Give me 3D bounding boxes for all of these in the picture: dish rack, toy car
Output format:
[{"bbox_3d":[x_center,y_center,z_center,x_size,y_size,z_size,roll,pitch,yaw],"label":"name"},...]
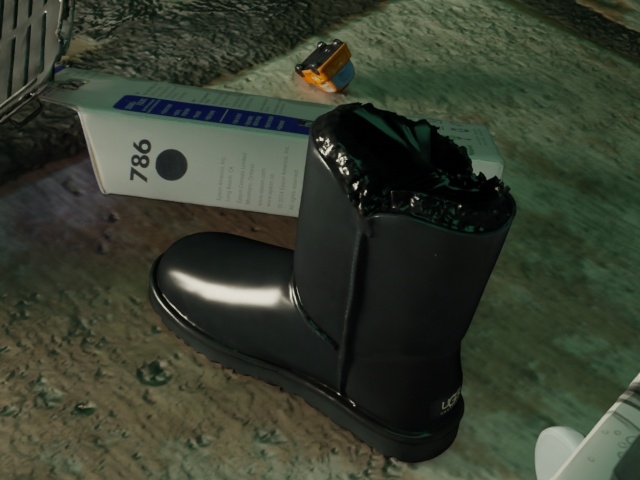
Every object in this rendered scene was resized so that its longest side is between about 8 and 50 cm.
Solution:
[{"bbox_3d":[-0.279,-0.103,1.031,0.271,0.074,0.208,-33,37,17],"label":"dish rack"},{"bbox_3d":[-0.011,-0.113,1.241,0.040,0.060,0.122,47,57,-19],"label":"toy car"}]

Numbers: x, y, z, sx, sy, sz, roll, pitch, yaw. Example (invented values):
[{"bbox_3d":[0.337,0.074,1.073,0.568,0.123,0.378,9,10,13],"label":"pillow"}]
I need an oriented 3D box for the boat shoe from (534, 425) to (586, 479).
[{"bbox_3d":[0.200,0.174,0.883,0.083,0.065,0.183,-12,48,-27],"label":"boat shoe"}]

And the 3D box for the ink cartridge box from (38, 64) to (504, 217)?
[{"bbox_3d":[-0.042,-0.064,1.092,0.332,0.065,0.165,9,14,1],"label":"ink cartridge box"}]

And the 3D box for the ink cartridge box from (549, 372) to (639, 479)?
[{"bbox_3d":[0.214,0.208,0.673,0.285,0.166,0.395,30,46,22],"label":"ink cartridge box"}]

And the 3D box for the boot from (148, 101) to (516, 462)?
[{"bbox_3d":[0.000,0.000,0.947,0.246,0.207,0.094,30,44,27],"label":"boot"}]
